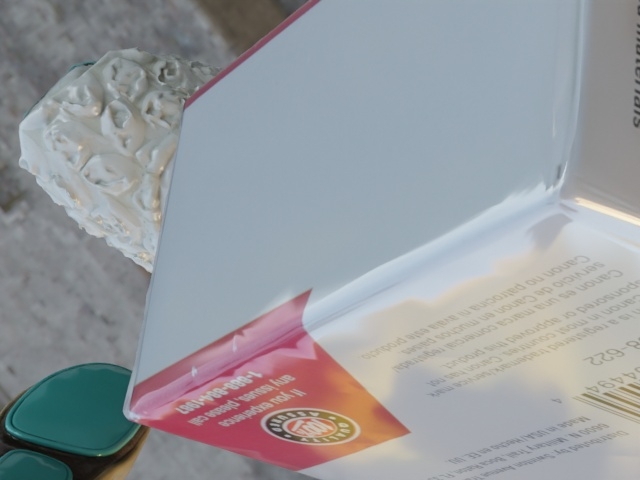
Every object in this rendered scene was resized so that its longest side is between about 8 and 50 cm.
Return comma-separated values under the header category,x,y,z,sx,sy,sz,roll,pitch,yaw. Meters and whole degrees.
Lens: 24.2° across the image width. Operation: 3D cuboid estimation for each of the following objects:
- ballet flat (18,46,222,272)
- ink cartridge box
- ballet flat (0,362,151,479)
category,x,y,z,sx,sy,sz,roll,pitch,yaw
ballet flat,0.000,0.000,0.990,0.409,0.147,0.147,30,163,-31
ink cartridge box,0.158,0.026,0.620,0.384,0.160,0.279,22,149,-26
ballet flat,-0.150,0.134,0.793,0.080,0.232,0.073,19,108,5
